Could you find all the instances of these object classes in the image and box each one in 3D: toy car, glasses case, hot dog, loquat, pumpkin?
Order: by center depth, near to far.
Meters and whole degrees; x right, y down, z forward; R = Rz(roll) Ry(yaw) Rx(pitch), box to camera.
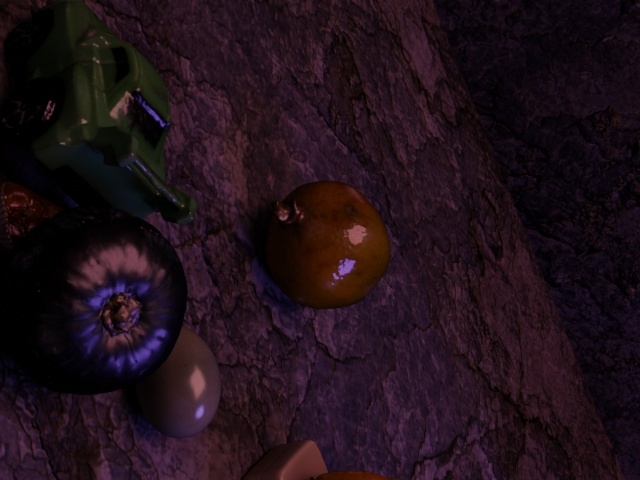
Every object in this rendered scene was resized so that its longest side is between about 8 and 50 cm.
[{"bbox_3d":[-0.271,0.073,1.540,0.233,0.163,0.233,-14,112,-38],"label":"pumpkin"},{"bbox_3d":[-0.336,-0.006,1.623,0.191,0.059,0.108,27,49,-54],"label":"hot dog"},{"bbox_3d":[-0.273,-0.160,1.648,0.213,0.176,0.358,48,24,-42],"label":"toy car"},{"bbox_3d":[-0.010,0.480,1.968,0.144,0.076,0.336,-35,108,-61],"label":"glasses case"},{"bbox_3d":[0.000,0.000,2.113,0.246,0.213,0.213,38,44,-46],"label":"loquat"}]

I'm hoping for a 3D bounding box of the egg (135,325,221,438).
[{"bbox_3d":[-0.190,0.188,1.734,0.114,0.114,0.152,24,57,-57],"label":"egg"}]

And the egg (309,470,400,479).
[{"bbox_3d":[0.094,0.477,1.866,0.337,0.201,0.337,32,51,-51],"label":"egg"}]
